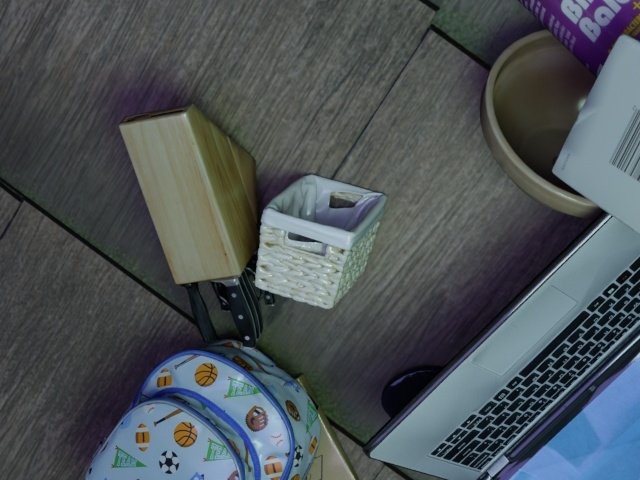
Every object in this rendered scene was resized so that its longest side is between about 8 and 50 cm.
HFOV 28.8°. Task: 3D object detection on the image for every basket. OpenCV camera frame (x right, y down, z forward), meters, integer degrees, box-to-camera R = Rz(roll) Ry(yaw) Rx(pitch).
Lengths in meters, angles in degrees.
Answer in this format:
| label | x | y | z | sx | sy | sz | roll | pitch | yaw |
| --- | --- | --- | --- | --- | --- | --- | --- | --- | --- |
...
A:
| label | x | y | z | sx | sy | sz | roll | pitch | yaw |
| --- | --- | --- | --- | --- | --- | --- | --- | --- | --- |
| basket | 0.000 | 0.000 | 1.477 | 0.113 | 0.167 | 0.103 | 16 | 112 | 12 |

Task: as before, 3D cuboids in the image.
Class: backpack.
| label | x | y | z | sx | sy | sz | roll | pitch | yaw |
| --- | --- | --- | --- | --- | --- | --- | --- | --- | --- |
| backpack | -0.140 | 0.259 | 1.536 | 0.276 | 0.213 | 0.263 | 34 | 99 | 10 |

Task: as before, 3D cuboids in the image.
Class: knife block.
| label | x | y | z | sx | sy | sz | roll | pitch | yaw |
| --- | --- | --- | --- | --- | --- | --- | --- | --- | --- |
| knife block | -0.137 | -0.003 | 1.479 | 0.088 | 0.276 | 0.242 | -9 | 70 | 17 |

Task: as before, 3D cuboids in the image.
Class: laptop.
| label | x | y | z | sx | sy | sz | roll | pitch | yaw |
| --- | --- | --- | --- | --- | --- | --- | --- | --- | --- |
| laptop | 0.334 | 0.215 | 1.371 | 0.382 | 0.408 | 0.236 | -46 | 54 | 12 |

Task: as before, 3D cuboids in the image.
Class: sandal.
| label | x | y | z | sx | sy | sz | roll | pitch | yaw |
| --- | --- | --- | --- | --- | --- | --- | --- | --- | --- |
| sandal | 0.193 | 0.234 | 1.528 | 0.254 | 0.054 | 0.097 | 27 | 108 | 9 |

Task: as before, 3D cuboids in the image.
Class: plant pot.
| label | x | y | z | sx | sy | sz | roll | pitch | yaw |
| --- | --- | --- | --- | --- | --- | --- | --- | --- | --- |
| plant pot | 0.282 | -0.109 | 1.371 | 0.237 | 0.237 | 0.109 | 31 | 149 | 8 |

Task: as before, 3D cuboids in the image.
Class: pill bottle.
| label | x | y | z | sx | sy | sz | roll | pitch | yaw |
| --- | --- | --- | --- | --- | --- | --- | --- | --- | --- |
| pill bottle | 0.300 | -0.282 | 1.311 | 0.301 | 0.169 | 0.169 | 48 | 110 | 16 |

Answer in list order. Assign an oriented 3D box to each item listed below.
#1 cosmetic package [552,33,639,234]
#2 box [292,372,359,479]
| label | x | y | z | sx | sy | sz | roll | pitch | yaw |
| --- | --- | --- | --- | --- | --- | --- | --- | --- | --- |
| cosmetic package | 0.427 | -0.055 | 1.194 | 0.197 | 0.366 | 0.155 | 43 | 116 | 46 |
| box | -0.047 | 0.292 | 1.628 | 0.164 | 0.021 | 0.201 | -26 | 93 | 20 |
